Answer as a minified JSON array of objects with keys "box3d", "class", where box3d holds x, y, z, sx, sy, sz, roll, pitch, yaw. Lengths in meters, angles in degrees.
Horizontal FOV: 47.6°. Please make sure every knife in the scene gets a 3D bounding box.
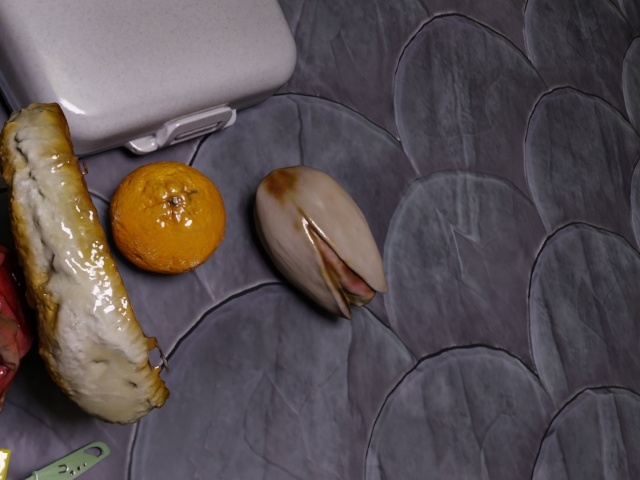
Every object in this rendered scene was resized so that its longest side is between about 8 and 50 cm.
[{"box3d":[-0.279,0.239,0.686,0.207,0.014,0.030,-21,94,-56],"class":"knife"}]

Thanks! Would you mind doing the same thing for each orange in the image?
[{"box3d":[-0.172,-0.027,0.832,0.135,0.117,0.136,9,74,-36],"class":"orange"}]

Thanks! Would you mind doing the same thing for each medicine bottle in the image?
[{"box3d":[-0.212,-0.257,0.882,0.375,0.123,0.282,-27,91,-39],"class":"medicine bottle"}]

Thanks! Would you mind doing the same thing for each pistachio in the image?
[{"box3d":[0.000,0.000,0.932,0.215,0.144,0.144,52,52,-6],"class":"pistachio"}]

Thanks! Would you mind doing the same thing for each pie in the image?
[{"box3d":[-0.223,0.023,0.661,0.092,0.315,0.315,-18,84,-17],"class":"pie"}]

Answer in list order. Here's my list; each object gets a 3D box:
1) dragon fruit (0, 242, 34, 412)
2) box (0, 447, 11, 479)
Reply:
[{"box3d":[-0.354,0.071,0.572,0.244,0.244,0.299,1,36,-35],"class":"dragon fruit"},{"box3d":[-0.371,0.313,0.616,0.153,0.041,0.279,17,64,-31],"class":"box"}]
